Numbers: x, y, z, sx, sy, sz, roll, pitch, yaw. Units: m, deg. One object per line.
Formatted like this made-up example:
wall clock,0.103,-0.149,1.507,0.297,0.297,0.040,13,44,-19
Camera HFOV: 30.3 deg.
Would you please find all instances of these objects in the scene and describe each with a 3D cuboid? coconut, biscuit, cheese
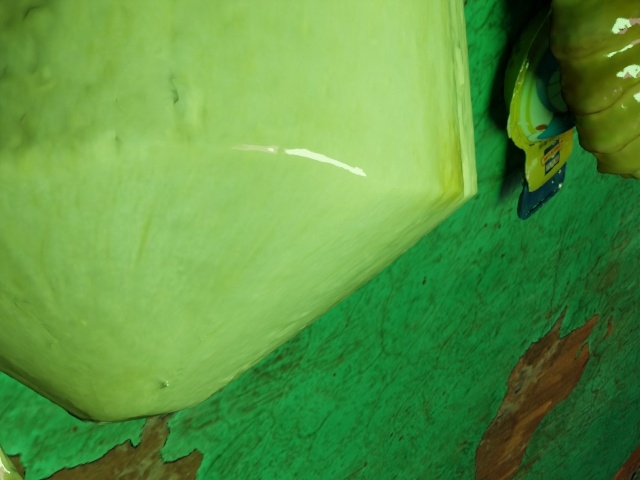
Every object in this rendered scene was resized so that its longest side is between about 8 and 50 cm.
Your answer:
coconut,-0.076,-0.075,0.506,0.323,0.323,0.323,-37,145,-32
biscuit,0.313,-0.219,1.089,0.325,0.107,0.326,-10,103,-52
cheese,0.234,-0.141,1.174,0.177,0.069,0.270,-38,144,-34

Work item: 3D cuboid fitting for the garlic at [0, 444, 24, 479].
garlic,-0.298,0.214,0.569,0.313,0.249,0.286,-57,141,-45
